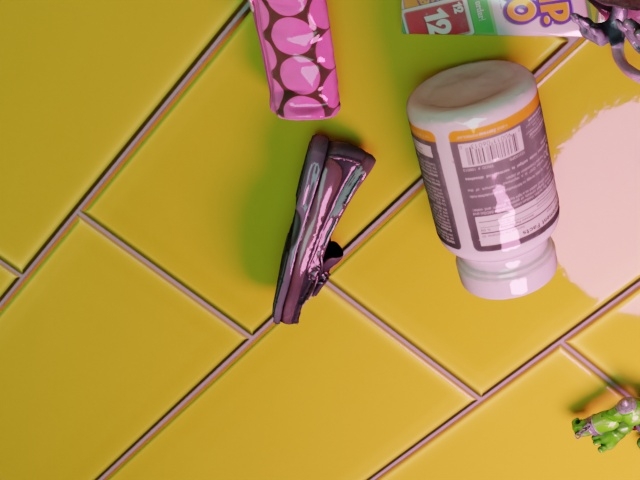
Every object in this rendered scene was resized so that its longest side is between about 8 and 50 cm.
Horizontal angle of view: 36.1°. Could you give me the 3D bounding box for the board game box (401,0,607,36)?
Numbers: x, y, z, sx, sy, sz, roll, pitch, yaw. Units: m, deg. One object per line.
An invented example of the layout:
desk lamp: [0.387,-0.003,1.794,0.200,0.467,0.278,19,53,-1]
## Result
board game box: [0.227,-0.307,1.175,0.259,0.039,0.124,1,123,5]

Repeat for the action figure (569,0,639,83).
action figure: [0.445,-0.341,1.023,0.370,0.248,0.276,-52,140,7]

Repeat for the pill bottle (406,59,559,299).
pill bottle: [0.215,-0.074,1.250,0.162,0.162,0.278,-9,121,15]

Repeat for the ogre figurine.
ogre figurine: [0.492,0.284,1.479,0.197,0.097,0.118,30,142,8]

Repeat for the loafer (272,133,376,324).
loafer: [0.000,0.000,1.369,0.095,0.109,0.302,12,121,-3]

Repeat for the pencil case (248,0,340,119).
pencil case: [-0.035,-0.247,1.222,0.098,0.095,0.209,-21,121,-14]
